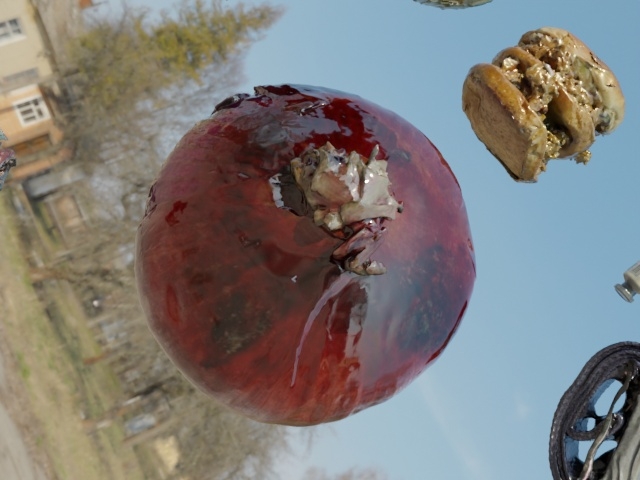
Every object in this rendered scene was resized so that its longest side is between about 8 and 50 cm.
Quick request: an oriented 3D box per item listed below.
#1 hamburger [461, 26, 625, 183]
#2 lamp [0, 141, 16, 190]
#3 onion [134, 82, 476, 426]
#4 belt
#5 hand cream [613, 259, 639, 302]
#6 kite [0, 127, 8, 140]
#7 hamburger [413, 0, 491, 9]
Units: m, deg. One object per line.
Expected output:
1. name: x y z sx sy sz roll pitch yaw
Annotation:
1. hamburger: 0.377 -0.225 1.347 0.260 0.211 0.245 55 -8 -12
2. lamp: -0.645 -0.172 1.310 0.253 0.118 0.118 34 -13 -11
3. onion: 0.000 0.000 0.736 0.347 0.348 0.285 64 -20 10
4. belt: 0.394 0.248 1.045 0.140 0.230 0.126 23 -1 31
5. hand cream: 0.675 0.014 1.462 0.059 0.276 0.095 49 5 -8
6. kite: -0.529 -0.173 1.054 0.012 0.229 0.249 -25 -122 33
7. hamburger: 0.092 -0.343 0.623 0.134 0.266 0.284 35 -63 41
